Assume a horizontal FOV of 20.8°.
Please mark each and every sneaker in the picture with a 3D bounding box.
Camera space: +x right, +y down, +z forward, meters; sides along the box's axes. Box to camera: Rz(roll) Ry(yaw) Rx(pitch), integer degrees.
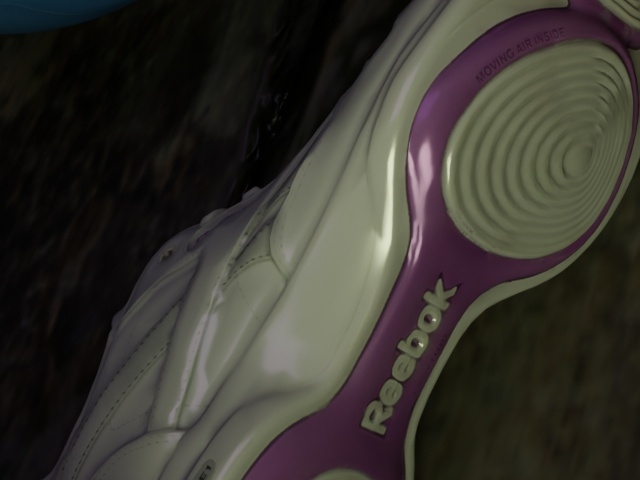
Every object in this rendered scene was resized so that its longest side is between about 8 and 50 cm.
[{"bbox_3d":[0.000,0.000,0.608,0.152,0.114,0.305,25,77,50],"label":"sneaker"}]

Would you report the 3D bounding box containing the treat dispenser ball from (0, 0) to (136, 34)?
[{"bbox_3d":[-0.153,-0.241,0.816,0.288,0.288,0.288,-25,44,27],"label":"treat dispenser ball"}]
